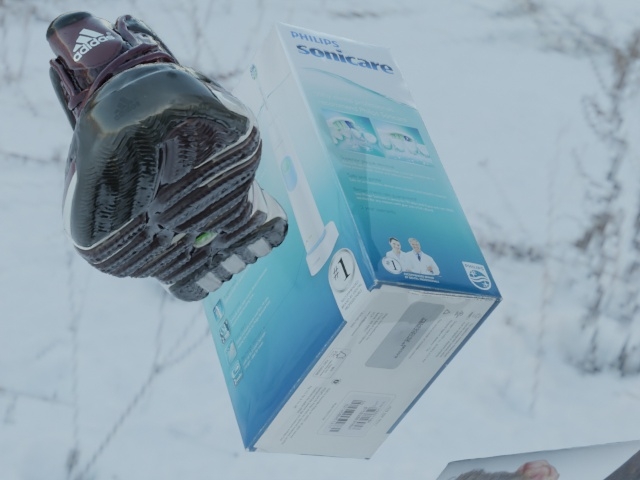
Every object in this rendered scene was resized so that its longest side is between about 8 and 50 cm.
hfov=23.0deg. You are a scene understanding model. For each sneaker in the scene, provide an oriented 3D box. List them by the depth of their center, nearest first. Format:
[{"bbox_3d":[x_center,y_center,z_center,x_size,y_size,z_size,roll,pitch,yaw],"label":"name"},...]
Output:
[{"bbox_3d":[-0.107,-0.067,0.824,0.162,0.106,0.281,56,-5,14],"label":"sneaker"}]

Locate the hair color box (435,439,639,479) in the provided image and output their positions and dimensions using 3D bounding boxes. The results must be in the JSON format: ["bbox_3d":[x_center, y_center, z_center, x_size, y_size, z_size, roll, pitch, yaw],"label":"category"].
[{"bbox_3d":[0.115,0.180,0.665,0.105,0.347,0.174,46,66,-8],"label":"hair color box"}]

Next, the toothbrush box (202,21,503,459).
[{"bbox_3d":[0.000,0.000,1.304,0.126,0.216,0.295,8,43,-32],"label":"toothbrush box"}]
